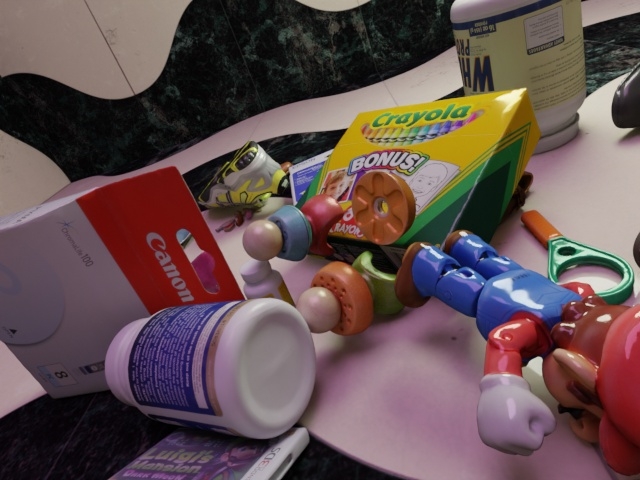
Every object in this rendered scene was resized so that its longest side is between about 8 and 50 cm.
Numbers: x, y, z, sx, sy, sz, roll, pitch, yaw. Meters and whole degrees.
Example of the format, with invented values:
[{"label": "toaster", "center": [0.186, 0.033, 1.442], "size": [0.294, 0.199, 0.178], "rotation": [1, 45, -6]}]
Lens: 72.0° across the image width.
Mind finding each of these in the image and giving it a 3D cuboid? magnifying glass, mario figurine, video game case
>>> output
[{"label": "magnifying glass", "center": [0.340, 0.016, 0.615], "size": [0.092, 0.026, 0.231], "rotation": [-18, 29, 9]}, {"label": "mario figurine", "center": [0.211, 0.110, 0.439], "size": [0.198, 0.170, 0.320], "rotation": [-45, 33, -3]}, {"label": "video game case", "center": [-0.130, 0.245, 0.460], "size": [0.190, 0.022, 0.173], "rotation": [-10, 1, 22]}]

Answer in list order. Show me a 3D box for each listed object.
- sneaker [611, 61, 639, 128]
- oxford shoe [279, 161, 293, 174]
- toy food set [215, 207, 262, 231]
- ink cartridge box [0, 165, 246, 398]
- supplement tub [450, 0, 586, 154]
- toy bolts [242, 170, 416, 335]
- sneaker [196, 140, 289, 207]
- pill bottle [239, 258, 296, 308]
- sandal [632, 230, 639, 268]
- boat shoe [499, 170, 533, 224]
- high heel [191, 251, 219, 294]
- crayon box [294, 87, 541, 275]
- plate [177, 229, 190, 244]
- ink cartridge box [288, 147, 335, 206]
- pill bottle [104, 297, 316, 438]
[{"label": "sneaker", "center": [0.705, -0.294, 0.800], "size": [0.330, 0.123, 0.146], "rotation": [-24, 25, -3]}, {"label": "oxford shoe", "center": [-0.186, -0.209, 1.368], "size": [0.212, 0.076, 0.076], "rotation": [-18, 25, 4]}, {"label": "toy food set", "center": [-0.219, -0.059, 1.175], "size": [0.077, 0.019, 0.122], "rotation": [10, 41, 47]}, {"label": "ink cartridge box", "center": [-0.325, 0.085, 0.667], "size": [0.384, 0.309, 0.091], "rotation": [-13, 28, 16]}, {"label": "supplement tub", "center": [0.417, -0.366, 0.922], "size": [0.235, 0.325, 0.235], "rotation": [-17, 27, 9]}, {"label": "toy bolts", "center": [0.000, 0.000, 0.616], "size": [0.158, 0.219, 0.228], "rotation": [-16, 35, -39]}, {"label": "sneaker", "center": [-0.226, -0.139, 1.220], "size": [0.384, 0.147, 0.145], "rotation": [-11, 47, 59]}, {"label": "pill bottle", "center": [-0.082, 0.086, 0.695], "size": [0.065, 0.117, 0.065], "rotation": [-17, 27, 9]}, {"label": "sandal", "center": [0.456, -0.030, 0.570], "size": [0.219, 0.090, 0.060], "rotation": [-41, 10, -20]}, {"label": "boat shoe", "center": [0.318, -0.077, 0.755], "size": [0.060, 0.064, 0.178], "rotation": [0, 31, 40]}, {"label": "high heel", "center": [-0.270, 0.063, 0.877], "size": [0.243, 0.117, 0.082], "rotation": [8, 39, 45]}, {"label": "crayon box", "center": [0.142, -0.101, 0.775], "size": [0.362, 0.106, 0.313], "rotation": [10, 61, 48]}, {"label": "plate", "center": [-0.431, 0.013, 1.196], "size": [0.188, 0.024, 0.188], "rotation": [-17, 27, 9]}, {"label": "ink cartridge box", "center": [0.073, -0.171, 1.116], "size": [0.303, 0.072, 0.307], "rotation": [-21, 24, 4]}, {"label": "pill bottle", "center": [-0.150, 0.157, 0.562], "size": [0.264, 0.153, 0.153], "rotation": [-10, 28, 36]}]
